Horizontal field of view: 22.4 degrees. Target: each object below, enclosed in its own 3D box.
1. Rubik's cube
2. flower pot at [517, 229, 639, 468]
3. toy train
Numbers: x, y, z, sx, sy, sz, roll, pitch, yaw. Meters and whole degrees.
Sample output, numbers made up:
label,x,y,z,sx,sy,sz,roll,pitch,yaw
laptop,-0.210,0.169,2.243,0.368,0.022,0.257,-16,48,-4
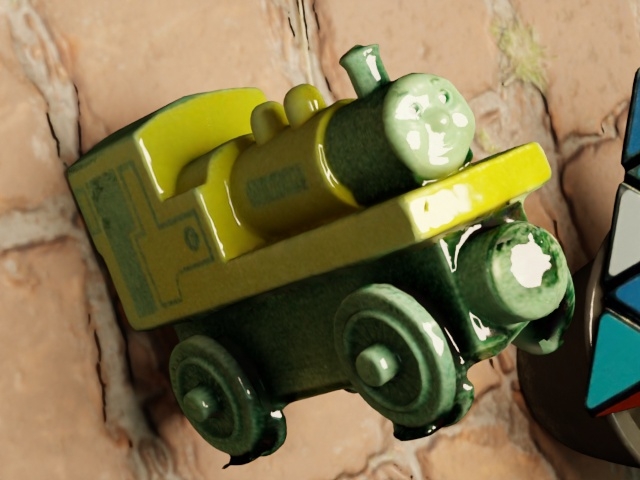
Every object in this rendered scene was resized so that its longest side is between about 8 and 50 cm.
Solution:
label,x,y,z,sx,sy,sz,roll,pitch,yaw
Rubik's cube,0.326,0.065,1.209,0.234,0.284,0.250,35,87,-46
flower pot,0.254,0.093,1.286,0.235,0.148,0.235,9,73,-32
toy train,0.000,0.000,0.990,0.150,0.369,0.237,-24,93,-36
